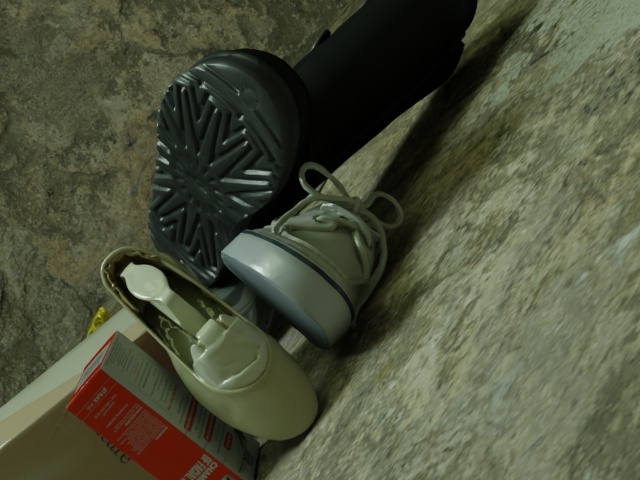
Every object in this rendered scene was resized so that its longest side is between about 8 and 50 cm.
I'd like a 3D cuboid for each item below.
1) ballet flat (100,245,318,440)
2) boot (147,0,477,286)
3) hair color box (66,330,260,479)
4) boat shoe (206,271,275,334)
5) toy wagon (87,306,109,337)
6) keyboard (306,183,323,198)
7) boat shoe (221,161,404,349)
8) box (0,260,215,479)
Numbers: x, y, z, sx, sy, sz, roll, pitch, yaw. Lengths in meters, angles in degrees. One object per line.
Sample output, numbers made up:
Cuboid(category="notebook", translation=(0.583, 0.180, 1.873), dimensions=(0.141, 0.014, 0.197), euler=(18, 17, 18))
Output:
Cuboid(category="ballet flat", translation=(-0.103, 0.081, 1.302), dimensions=(0.086, 0.248, 0.086), euler=(-32, -38, -30))
Cuboid(category="boot", translation=(0.026, -0.180, 1.603), dimensions=(0.445, 0.146, 0.367), euler=(-39, -8, -30))
Cuboid(category="hair color box", translation=(-0.134, 0.162, 1.314), dimensions=(0.053, 0.167, 0.093), euler=(-49, 9, 14))
Cuboid(category="boat shoe", translation=(-0.091, 0.048, 1.749), dimensions=(0.118, 0.103, 0.320), euler=(-21, 17, 9))
Cuboid(category="toy wagon", translation=(-0.308, 0.233, 1.822), dimensions=(0.267, 0.068, 0.344), euler=(-55, 9, 54))
Cuboid(category="keyboard", translation=(0.019, -0.125, 2.181), dimensions=(0.072, 0.014, 0.256), euler=(-48, 8, 45))
Cuboid(category="boat shoe", translation=(0.006, 0.006, 1.432), dimensions=(0.156, 0.136, 0.367), euler=(-48, 0, -4))
Cuboid(category="box", translation=(-0.199, 0.176, 1.443), dimensions=(0.311, 0.148, 0.121), euler=(-41, 16, -3))
